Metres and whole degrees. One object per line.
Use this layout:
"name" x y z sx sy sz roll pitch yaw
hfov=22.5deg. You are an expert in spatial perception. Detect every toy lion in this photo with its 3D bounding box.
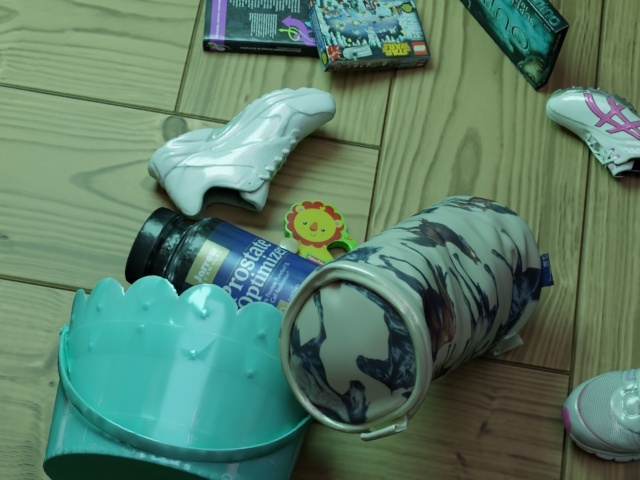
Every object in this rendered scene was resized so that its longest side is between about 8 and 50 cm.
"toy lion" 0.000 0.000 1.843 0.100 0.034 0.096 27 56 9

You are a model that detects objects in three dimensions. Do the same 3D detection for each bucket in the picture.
"bucket" -0.139 0.171 1.614 0.281 0.281 0.183 12 66 2

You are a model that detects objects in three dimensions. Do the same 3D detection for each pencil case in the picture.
"pencil case" 0.103 0.072 1.620 0.183 0.160 0.410 56 27 4

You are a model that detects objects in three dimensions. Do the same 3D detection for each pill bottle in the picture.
"pill bottle" -0.096 0.049 1.754 0.219 0.123 0.122 24 63 10

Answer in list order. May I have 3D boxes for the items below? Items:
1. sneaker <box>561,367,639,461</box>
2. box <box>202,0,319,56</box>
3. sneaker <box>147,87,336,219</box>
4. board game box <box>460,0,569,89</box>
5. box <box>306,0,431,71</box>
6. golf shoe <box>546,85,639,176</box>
"sneaker" 0.386 0.167 1.737 0.252 0.111 0.103 -8 63 -8
"box" -0.062 -0.284 1.985 0.162 0.029 0.116 3 63 -1
"sneaker" -0.075 -0.092 1.861 0.232 0.090 0.115 -27 74 -8
"board game box" 0.226 -0.286 1.953 0.026 0.126 0.186 -29 68 -18
"box" 0.059 -0.254 1.959 0.137 0.027 0.094 -6 67 -22
"golf shoe" 0.351 -0.122 1.910 0.186 0.067 0.086 23 65 7
